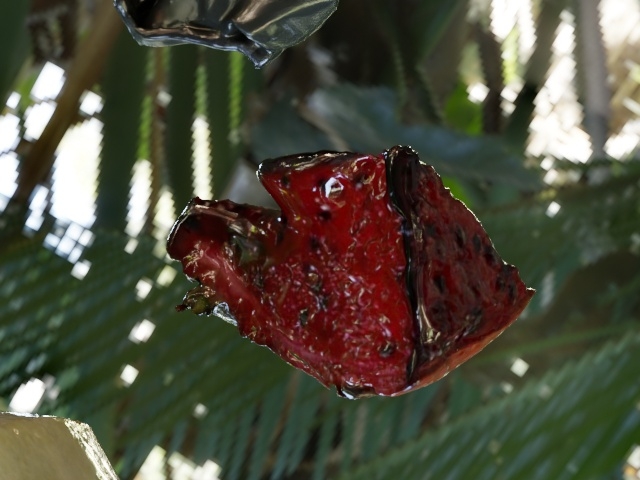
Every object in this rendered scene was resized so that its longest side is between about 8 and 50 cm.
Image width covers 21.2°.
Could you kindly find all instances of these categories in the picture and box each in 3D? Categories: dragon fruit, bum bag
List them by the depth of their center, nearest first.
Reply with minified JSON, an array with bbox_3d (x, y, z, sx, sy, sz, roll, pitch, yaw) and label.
[{"bbox_3d":[-0.009,0.017,0.829,0.192,0.092,0.122,13,150,39],"label":"dragon fruit"},{"bbox_3d":[-0.025,-0.187,0.985,0.326,0.142,0.079,-68,-39,-58],"label":"bum bag"}]

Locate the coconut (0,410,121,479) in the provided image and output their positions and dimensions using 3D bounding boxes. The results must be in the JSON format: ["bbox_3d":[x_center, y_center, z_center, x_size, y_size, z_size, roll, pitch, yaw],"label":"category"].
[{"bbox_3d":[-0.169,0.173,0.787,0.222,0.202,0.202,54,-154,20],"label":"coconut"}]
